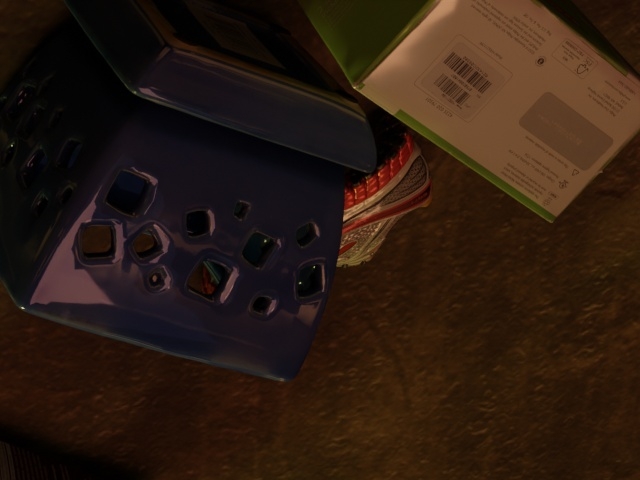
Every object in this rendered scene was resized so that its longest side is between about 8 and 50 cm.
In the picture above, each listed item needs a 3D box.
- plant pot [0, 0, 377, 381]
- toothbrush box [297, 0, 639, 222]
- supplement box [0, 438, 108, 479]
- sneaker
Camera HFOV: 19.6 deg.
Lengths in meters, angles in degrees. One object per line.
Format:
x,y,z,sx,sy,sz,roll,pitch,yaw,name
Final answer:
-0.107,-0.060,1.360,0.236,0.236,0.212,16,110,-30,plant pot
0.084,-0.171,1.314,0.206,0.283,0.122,31,110,-36,toothbrush box
-0.255,0.252,1.583,0.239,0.073,0.130,26,112,-28,supplement box
0.000,0.000,1.532,0.225,0.088,0.092,-36,131,6,sneaker
